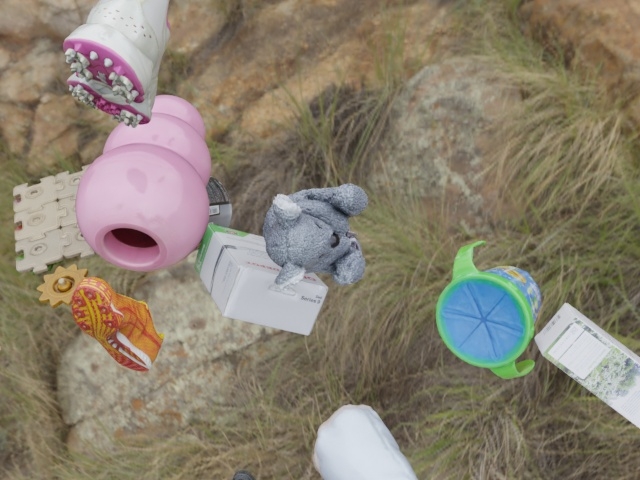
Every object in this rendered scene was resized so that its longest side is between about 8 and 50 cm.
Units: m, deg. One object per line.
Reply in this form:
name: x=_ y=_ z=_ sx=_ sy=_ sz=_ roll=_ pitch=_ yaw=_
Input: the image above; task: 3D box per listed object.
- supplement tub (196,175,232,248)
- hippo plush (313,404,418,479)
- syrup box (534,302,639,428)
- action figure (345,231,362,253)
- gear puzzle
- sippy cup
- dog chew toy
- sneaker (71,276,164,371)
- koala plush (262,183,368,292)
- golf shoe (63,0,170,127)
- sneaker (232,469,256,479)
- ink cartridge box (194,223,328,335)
supplement tub: x=-0.363 y=-0.061 z=1.755 sx=0.207 sy=0.338 sz=0.207 roll=2 pitch=97 yaw=17
hippo plush: x=0.014 y=0.317 z=0.633 sx=0.237 sy=0.234 sz=0.294 roll=-28 pitch=29 yaw=-13
syrup box: x=0.516 y=0.228 z=1.349 sx=0.237 sy=0.096 sz=0.093 roll=36 pitch=104 yaw=-1
action figure: x=0.000 y=0.000 z=1.635 sx=0.186 sy=0.285 sz=0.099 roll=-2 pitch=88 yaw=0
gear puzzle: x=-0.440 y=-0.005 z=1.295 sx=0.176 sy=0.044 sz=0.339 roll=-18 pitch=45 yaw=-8
sippy cup: x=0.433 y=0.166 z=1.833 sx=0.240 sy=0.305 sz=0.224 roll=19 pitch=23 yaw=27
dog chew toy: x=-0.271 y=-0.112 z=1.223 sx=0.207 sy=0.206 sz=0.331 roll=0 pitch=48 yaw=7
sneaker: x=-0.233 y=0.087 z=0.858 sx=0.064 sy=0.175 sz=0.067 roll=7 pitch=57 yaw=14
koala plush: x=-0.034 y=-0.001 z=1.349 sx=0.204 sy=0.221 sz=0.196 roll=3 pitch=101 yaw=15
golf shoe: x=-0.232 y=-0.224 z=0.903 sx=0.115 sy=0.306 sz=0.140 roll=27 pitch=80 yaw=-16
sneaker: x=-0.141 y=0.531 z=1.412 sx=0.051 sy=0.170 sz=0.089 roll=-5 pitch=13 yaw=4
ink cartridge box: x=-0.139 y=0.081 z=1.643 sx=0.211 sy=0.121 sz=0.289 roll=16 pitch=12 yaw=-25
